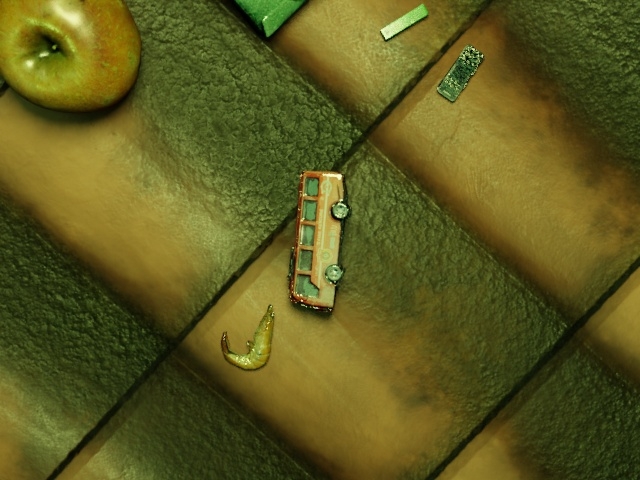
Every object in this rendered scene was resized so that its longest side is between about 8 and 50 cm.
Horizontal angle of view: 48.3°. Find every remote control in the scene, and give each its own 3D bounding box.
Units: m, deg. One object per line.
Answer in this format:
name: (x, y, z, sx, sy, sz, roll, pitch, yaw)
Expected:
remote control: (0.235, -0.281, 1.201, 0.039, 0.014, 0.096, 35, 93, -4)

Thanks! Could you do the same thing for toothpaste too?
toothpaste: (0.139, -0.362, 1.190, 0.083, 0.017, 0.020, -31, 93, 2)

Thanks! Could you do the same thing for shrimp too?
shrimp: (-0.121, 0.162, 1.233, 0.091, 0.025, 0.127, 23, 98, -2)

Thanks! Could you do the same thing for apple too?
apple: (-0.389, -0.316, 1.108, 0.236, 0.207, 0.237, 1, 114, 3)

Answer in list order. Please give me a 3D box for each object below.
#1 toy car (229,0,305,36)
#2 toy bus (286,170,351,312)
toy car: (-0.013, -0.471, 1.116, 0.320, 0.097, 0.141, -44, 128, 3)
toy bus: (0.000, 0.000, 1.201, 0.096, 0.073, 0.235, 8, 95, 7)
